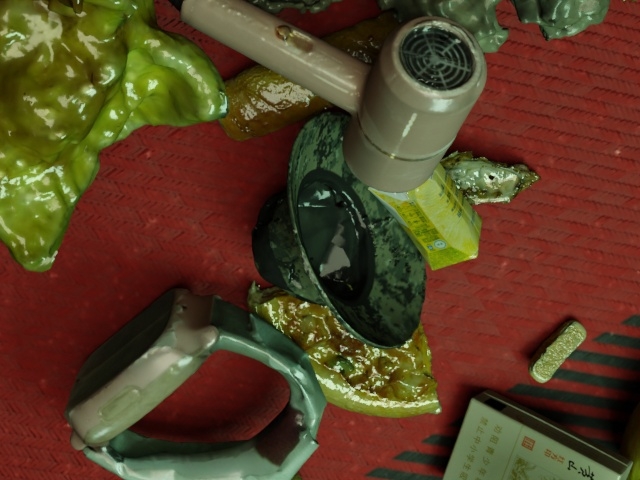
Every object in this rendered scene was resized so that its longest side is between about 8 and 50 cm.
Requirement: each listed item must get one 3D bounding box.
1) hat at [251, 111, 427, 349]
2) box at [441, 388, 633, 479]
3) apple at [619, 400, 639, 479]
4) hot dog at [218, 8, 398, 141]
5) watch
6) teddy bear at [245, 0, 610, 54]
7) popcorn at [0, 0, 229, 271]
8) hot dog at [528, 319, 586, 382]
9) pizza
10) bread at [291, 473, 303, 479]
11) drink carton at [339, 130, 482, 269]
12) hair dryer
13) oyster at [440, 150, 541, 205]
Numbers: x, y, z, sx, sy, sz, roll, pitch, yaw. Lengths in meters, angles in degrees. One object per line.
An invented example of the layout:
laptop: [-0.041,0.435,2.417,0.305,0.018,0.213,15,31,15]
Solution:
hat: [0.000,0.000,1.274,0.128,0.265,0.266,-14,115,31]
box: [0.258,0.287,1.409,0.201,0.058,0.141,24,109,26]
apple: [0.487,0.273,1.397,0.246,0.246,0.226,24,112,-15]
hot dog: [0.018,-0.190,1.257,0.285,0.061,0.088,-28,100,2]
watch: [-0.129,0.190,1.316,0.253,0.162,0.241,-38,109,14]
teddy bear: [0.060,-0.321,1.137,0.367,0.224,0.357,-21,102,6]
popcorn: [-0.252,-0.175,1.113,0.325,0.290,0.321,3,121,-10]
hot dog: [0.288,0.136,1.428,0.030,0.034,0.090,45,80,-9]
pizza: [0.052,0.112,1.373,0.292,0.058,0.197,36,102,-18]
bread: [-0.093,0.319,1.428,0.156,0.064,0.118,-3,115,-8]
drink carton: [0.103,-0.059,1.273,0.074,0.084,0.200,-16,131,32]
hair dryer: [-0.018,-0.185,1.133,0.344,0.189,0.107,27,64,1]
oyster: [0.185,-0.070,1.338,0.132,0.029,0.086,21,130,-28]
